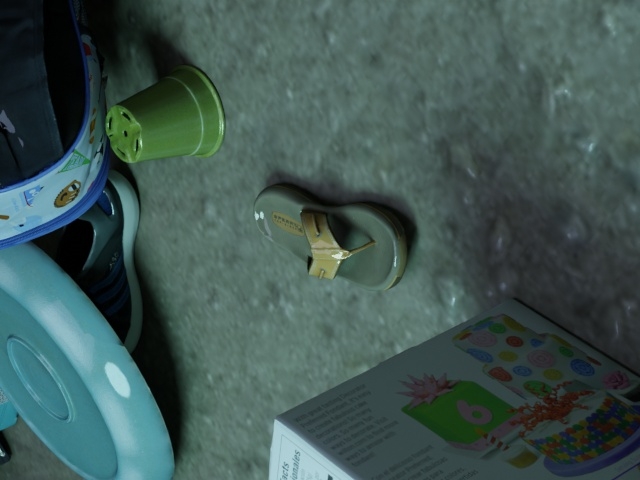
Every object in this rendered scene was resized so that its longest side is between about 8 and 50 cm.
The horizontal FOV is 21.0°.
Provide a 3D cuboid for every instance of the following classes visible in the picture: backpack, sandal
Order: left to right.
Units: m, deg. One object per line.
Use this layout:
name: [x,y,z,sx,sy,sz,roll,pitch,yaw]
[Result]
backpack: [-0.305,-0.119,1.493,0.213,0.276,0.263,71,-179,-58]
sandal: [0.000,0.000,1.383,0.180,0.049,0.072,20,122,44]

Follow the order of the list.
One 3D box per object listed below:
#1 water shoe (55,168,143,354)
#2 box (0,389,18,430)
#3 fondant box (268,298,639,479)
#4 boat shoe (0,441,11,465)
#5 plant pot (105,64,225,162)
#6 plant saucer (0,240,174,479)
water shoe: [-0.218,0.029,1.630,0.073,0.080,0.203,27,127,40]
box: [-0.418,0.098,1.916,0.244,0.060,0.100,49,138,23]
fondant box: [0.160,0.187,1.132,0.330,0.238,0.096,34,132,35]
boat shoe: [-0.388,0.199,1.949,0.046,0.038,0.125,100,145,-78]
plant pot: [-0.138,-0.101,1.474,0.083,0.079,0.083,25,126,42]
plant saucer: [-0.261,0.127,1.689,0.317,0.043,0.317,38,149,28]
